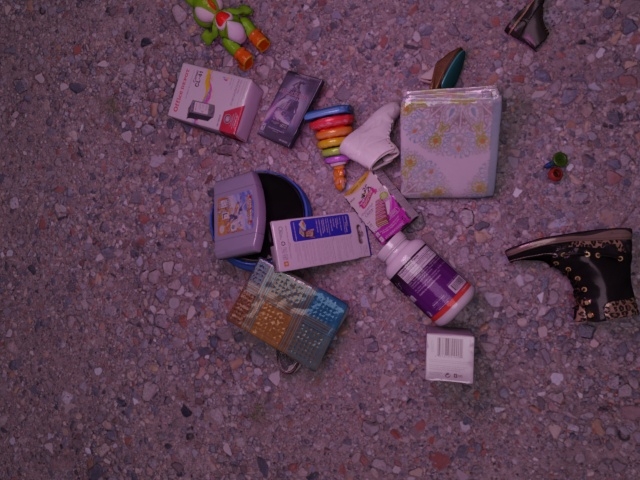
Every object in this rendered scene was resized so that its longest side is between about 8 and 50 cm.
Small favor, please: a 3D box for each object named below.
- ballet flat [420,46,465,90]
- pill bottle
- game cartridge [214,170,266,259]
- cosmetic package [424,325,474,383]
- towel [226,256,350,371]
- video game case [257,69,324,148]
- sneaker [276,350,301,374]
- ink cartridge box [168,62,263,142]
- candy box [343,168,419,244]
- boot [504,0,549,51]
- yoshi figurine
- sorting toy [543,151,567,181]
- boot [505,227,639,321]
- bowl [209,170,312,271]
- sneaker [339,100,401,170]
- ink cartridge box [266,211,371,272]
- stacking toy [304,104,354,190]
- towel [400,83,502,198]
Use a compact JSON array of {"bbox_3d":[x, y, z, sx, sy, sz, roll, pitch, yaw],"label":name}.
[{"bbox_3d":[0.396,-0.518,1.634,0.124,0.116,0.342,21,98,31],"label":"ballet flat"},{"bbox_3d":[0.349,0.121,1.571,0.323,0.181,0.181,44,98,12],"label":"pill bottle"},{"bbox_3d":[-0.285,-0.091,1.631,0.198,0.062,0.297,-14,72,30],"label":"game cartridge"},{"bbox_3d":[0.425,0.374,1.541,0.151,0.184,0.151,2,88,14],"label":"cosmetic package"},{"bbox_3d":[-0.114,0.258,1.636,0.370,0.040,0.271,29,95,3],"label":"towel"},{"bbox_3d":[-0.116,-0.498,1.752,0.196,0.026,0.274,31,97,38],"label":"video game case"},{"bbox_3d":[-0.111,0.347,1.713,0.121,0.112,0.299,8,91,14],"label":"sneaker"},{"bbox_3d":[-0.409,-0.538,1.812,0.306,0.131,0.226,18,92,13],"label":"ink cartridge box"},{"bbox_3d":[0.212,-0.123,1.641,0.233,0.071,0.159,53,126,11],"label":"candy box"},{"bbox_3d":[0.746,-0.755,1.569,0.137,0.077,0.198,42,111,7],"label":"boot"},{"bbox_3d":[-0.376,-0.846,1.821,0.362,0.203,0.203,44,139,-2],"label":"yoshi figurine"},{"bbox_3d":[0.784,-0.245,1.554,0.061,0.042,0.102,19,81,-1],"label":"sorting toy"},{"bbox_3d":[0.811,0.118,1.485,0.377,0.138,0.284,-9,86,8],"label":"boot"},{"bbox_3d":[-0.226,-0.079,1.725,0.391,0.077,0.391,-1,75,5],"label":"bowl"},{"bbox_3d":[0.223,-0.354,1.616,0.169,0.108,0.292,39,71,20],"label":"sneaker"},{"bbox_3d":[0.000,0.000,1.651,0.371,0.069,0.175,-9,86,-24],"label":"ink cartridge box"},{"bbox_3d":[0.057,-0.330,1.690,0.166,0.175,0.301,-7,97,16],"label":"stacking toy"},{"bbox_3d":[0.430,-0.321,1.552,0.321,0.090,0.374,2,115,14],"label":"towel"}]
